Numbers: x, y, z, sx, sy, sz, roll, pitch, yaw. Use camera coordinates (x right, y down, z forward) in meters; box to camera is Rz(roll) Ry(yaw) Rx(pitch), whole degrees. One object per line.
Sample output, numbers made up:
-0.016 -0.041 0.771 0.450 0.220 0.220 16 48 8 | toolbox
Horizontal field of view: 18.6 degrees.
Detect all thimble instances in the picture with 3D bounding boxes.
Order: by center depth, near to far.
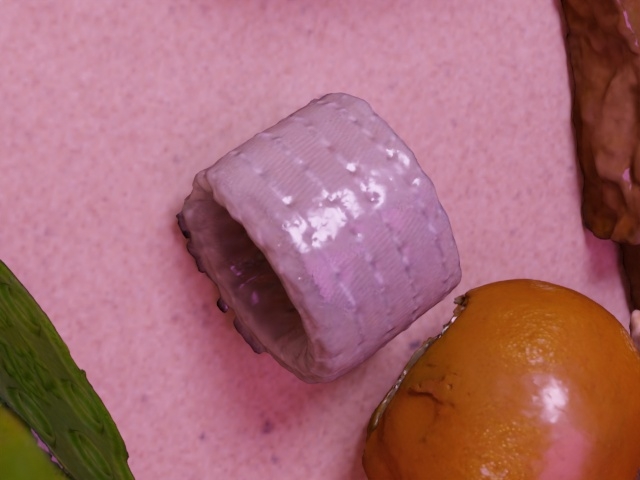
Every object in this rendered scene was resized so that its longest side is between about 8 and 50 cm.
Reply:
0.000 0.000 0.904 0.090 0.102 0.115 -35 89 -20 | thimble

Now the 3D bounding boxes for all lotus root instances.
-0.189 0.082 0.783 0.186 0.186 0.186 -9 107 -31 | lotus root

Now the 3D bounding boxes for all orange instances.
0.091 0.093 0.959 0.134 0.155 0.155 11 97 -1 | orange

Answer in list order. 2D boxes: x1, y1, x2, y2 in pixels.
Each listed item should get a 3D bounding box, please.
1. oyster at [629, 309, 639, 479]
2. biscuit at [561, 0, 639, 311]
0.246 0.161 1.080 0.166 0.110 0.341 -25 135 -4 | oyster
0.307 -0.121 1.085 0.394 0.076 0.368 -16 109 -29 | biscuit
